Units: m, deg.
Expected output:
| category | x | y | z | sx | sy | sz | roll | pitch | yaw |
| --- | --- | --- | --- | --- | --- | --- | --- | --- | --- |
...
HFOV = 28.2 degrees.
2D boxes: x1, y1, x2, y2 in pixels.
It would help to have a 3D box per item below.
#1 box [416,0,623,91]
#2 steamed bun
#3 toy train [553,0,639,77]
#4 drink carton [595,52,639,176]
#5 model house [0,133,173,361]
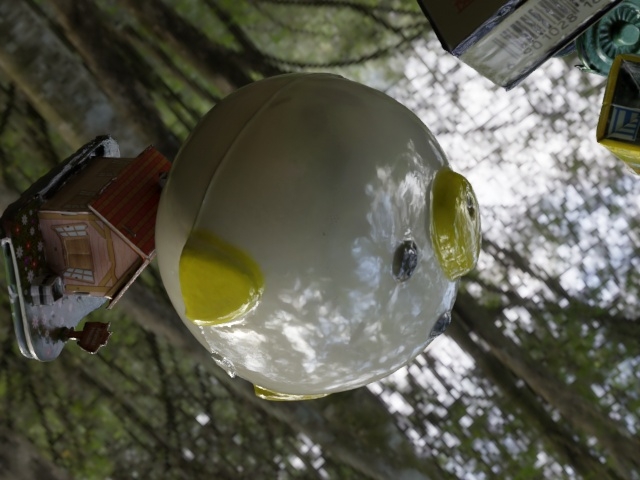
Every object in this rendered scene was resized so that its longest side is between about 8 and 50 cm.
| category | x | y | z | sx | sy | sz | roll | pitch | yaw |
| --- | --- | --- | --- | --- | --- | --- | --- | --- | --- |
| box | 0.181 | -0.267 | 0.826 | 0.310 | 0.084 | 0.198 | -39 | -126 | 23 |
| steamed bun | -0.006 | -0.002 | 1.330 | 0.334 | 0.374 | 0.333 | -11 | -122 | 17 |
| toy train | 0.445 | -0.311 | 1.576 | 0.179 | 0.442 | 0.272 | 33 | -72 | 62 |
| drink carton | 0.257 | -0.083 | 0.942 | 0.075 | 0.200 | 0.084 | 11 | -91 | 22 |
| model house | -0.236 | 0.008 | 1.514 | 0.154 | 0.207 | 0.294 | 2 | -155 | 16 |
